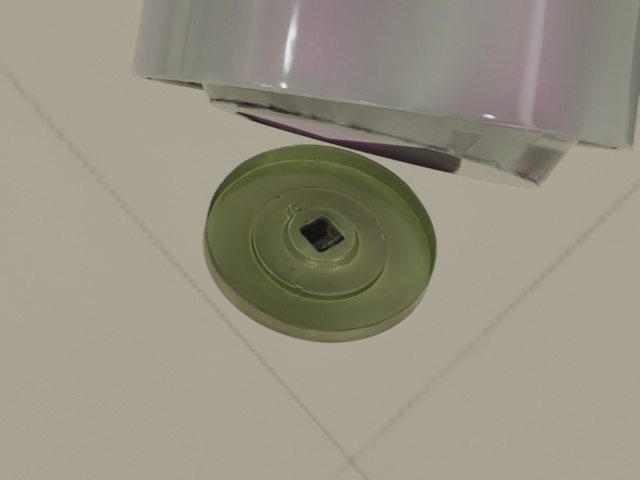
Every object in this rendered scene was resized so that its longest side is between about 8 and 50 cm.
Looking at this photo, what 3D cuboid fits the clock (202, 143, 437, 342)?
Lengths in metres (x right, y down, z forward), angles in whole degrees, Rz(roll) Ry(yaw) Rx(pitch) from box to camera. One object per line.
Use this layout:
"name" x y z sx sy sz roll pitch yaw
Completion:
"clock" 0.000 0.000 1.782 0.235 0.029 0.235 6 50 -7

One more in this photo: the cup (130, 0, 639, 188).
"cup" 0.051 -0.220 0.892 0.253 0.253 0.371 7 94 -15
